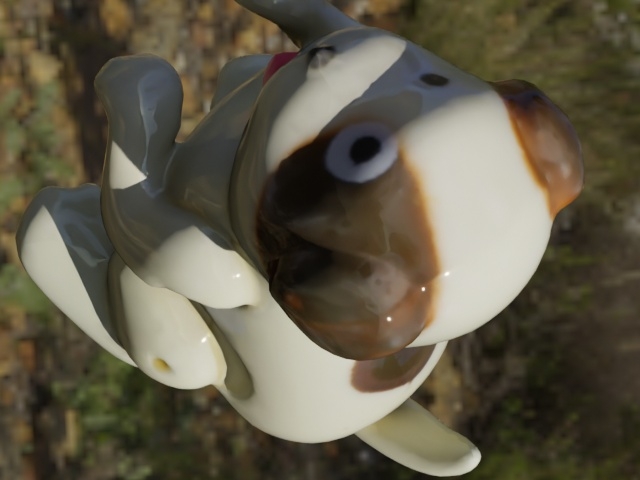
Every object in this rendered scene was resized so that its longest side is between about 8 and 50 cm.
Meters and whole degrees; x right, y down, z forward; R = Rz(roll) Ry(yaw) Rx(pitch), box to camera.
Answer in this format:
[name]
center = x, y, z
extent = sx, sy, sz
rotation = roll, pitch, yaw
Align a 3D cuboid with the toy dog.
[toy dog]
center = 0.000, 0.000, 1.342
extent = 0.395, 0.285, 0.408
rotation = 61, -23, 3
